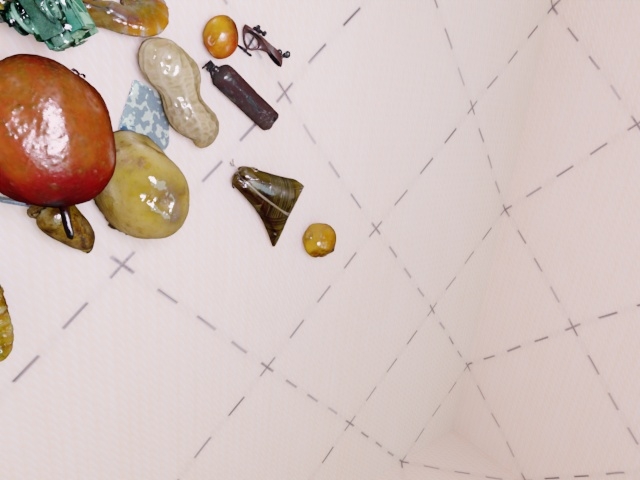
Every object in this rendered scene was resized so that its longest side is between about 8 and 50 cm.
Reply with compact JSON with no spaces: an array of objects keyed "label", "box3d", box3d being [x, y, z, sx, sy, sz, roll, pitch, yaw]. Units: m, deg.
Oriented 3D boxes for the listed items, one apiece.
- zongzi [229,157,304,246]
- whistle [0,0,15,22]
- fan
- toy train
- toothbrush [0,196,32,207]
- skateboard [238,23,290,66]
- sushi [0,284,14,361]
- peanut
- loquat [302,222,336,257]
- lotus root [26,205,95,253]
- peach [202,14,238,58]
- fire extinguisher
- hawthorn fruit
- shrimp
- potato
[{"label":"zongzi","box3d":[-0.197,-0.102,1.413,0.248,0.111,0.241,13,106,-38]},{"label":"whistle","box3d":[-0.733,-0.517,0.806,0.326,0.057,0.068,26,91,-43]},{"label":"fan","box3d":[-0.456,-0.289,1.171,0.131,0.009,0.240,-7,113,-37]},{"label":"toy train","box3d":[-0.562,-0.498,0.864,0.115,0.154,0.269,-24,114,2]},{"label":"toothbrush","box3d":[-0.753,-0.095,0.995,0.219,0.016,0.019,9,103,-42]},{"label":"skateboard","box3d":[-0.167,-0.547,1.283,0.151,0.067,0.080,30,98,-38]},{"label":"sushi","box3d":[-0.794,0.195,0.997,0.184,0.139,0.274,-15,111,-33]},{"label":"peanut","box3d":[-0.351,-0.373,1.153,0.136,0.120,0.298,-35,130,-18]},{"label":"loquat","box3d":[0.000,0.000,1.622,0.137,0.113,0.137,5,84,-57]},{"label":"lotus root","box3d":[-0.607,-0.033,1.097,0.094,0.108,0.190,-20,140,9]},{"label":"peach","box3d":[-0.257,-0.532,1.177,0.101,0.101,0.100,-17,118,-35]},{"label":"fire extinguisher","box3d":[-0.226,-0.410,1.264,0.072,0.089,0.268,-26,139,25]},{"label":"hawthorn fruit","box3d":[-0.565,-0.179,0.921,0.285,0.285,0.369,-19,102,-34]},{"label":"shrimp","box3d":[-0.468,-0.533,1.014,0.249,0.068,0.150,-11,85,-31]},{"label":"potato","box3d":[-0.431,-0.120,1.123,0.242,0.242,0.285,-9,113,-38]}]
